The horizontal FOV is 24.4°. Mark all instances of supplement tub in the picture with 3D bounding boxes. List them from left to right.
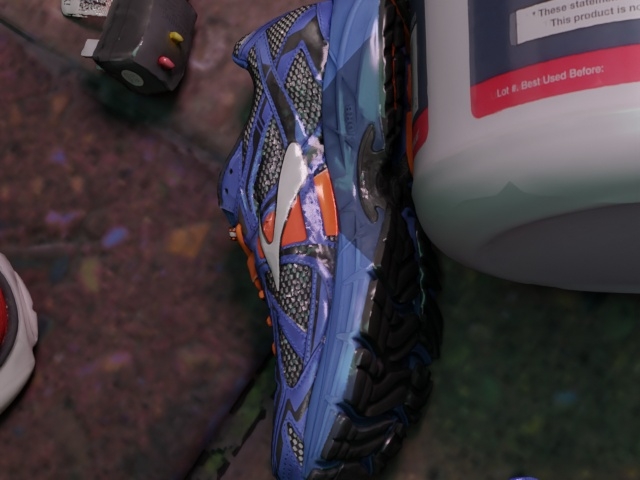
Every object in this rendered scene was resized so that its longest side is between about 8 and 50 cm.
[{"bbox_3d":[0.126,-0.128,0.550,0.191,0.191,0.272,-3,76,13],"label":"supplement tub"}]

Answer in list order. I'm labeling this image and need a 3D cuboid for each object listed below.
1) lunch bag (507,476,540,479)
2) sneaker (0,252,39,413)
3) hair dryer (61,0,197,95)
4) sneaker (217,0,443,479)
[{"bbox_3d":[0.083,0.169,0.522,0.096,0.129,0.151,21,81,18],"label":"lunch bag"},{"bbox_3d":[-0.249,0.091,0.624,0.279,0.118,0.107,-46,71,-1],"label":"sneaker"},{"bbox_3d":[-0.126,-0.224,0.692,0.223,0.080,0.293,16,81,17],"label":"hair dryer"},{"bbox_3d":[0.000,0.000,0.618,0.087,0.083,0.221,-5,70,26],"label":"sneaker"}]
